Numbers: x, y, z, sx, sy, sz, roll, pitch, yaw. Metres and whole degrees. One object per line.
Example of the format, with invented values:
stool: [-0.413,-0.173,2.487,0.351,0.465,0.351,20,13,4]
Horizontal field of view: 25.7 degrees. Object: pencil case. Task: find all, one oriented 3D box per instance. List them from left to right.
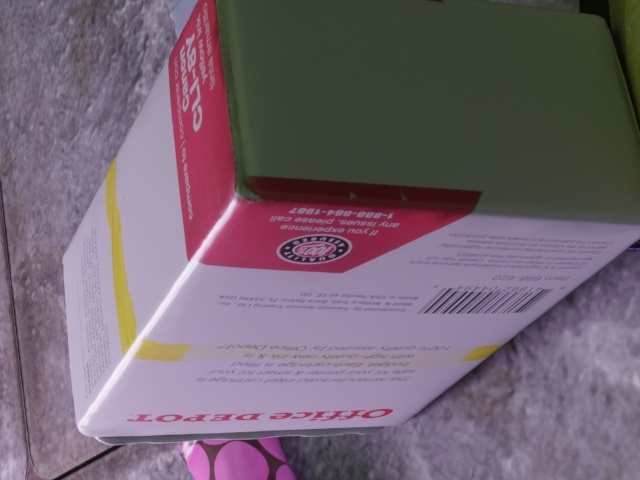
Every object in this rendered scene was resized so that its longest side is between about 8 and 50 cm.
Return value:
pencil case: [-0.058,0.249,1.214,0.098,0.095,0.209,-61,40,44]

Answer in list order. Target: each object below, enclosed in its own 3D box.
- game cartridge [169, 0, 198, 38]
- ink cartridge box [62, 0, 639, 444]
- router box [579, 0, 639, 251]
game cartridge: [-0.038,-0.177,1.295,0.198,0.062,0.297,-41,54,31]
ink cartridge box: [0.000,0.000,0.972,0.384,0.279,0.160,130,136,-54]
router box: [0.248,-0.162,0.873,0.243,0.081,0.308,145,126,-71]
